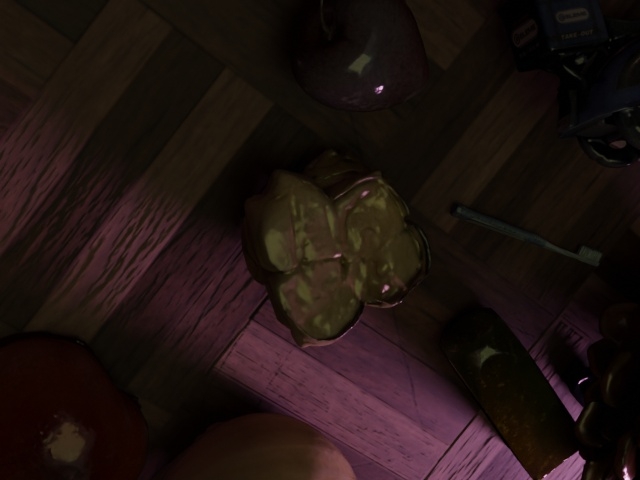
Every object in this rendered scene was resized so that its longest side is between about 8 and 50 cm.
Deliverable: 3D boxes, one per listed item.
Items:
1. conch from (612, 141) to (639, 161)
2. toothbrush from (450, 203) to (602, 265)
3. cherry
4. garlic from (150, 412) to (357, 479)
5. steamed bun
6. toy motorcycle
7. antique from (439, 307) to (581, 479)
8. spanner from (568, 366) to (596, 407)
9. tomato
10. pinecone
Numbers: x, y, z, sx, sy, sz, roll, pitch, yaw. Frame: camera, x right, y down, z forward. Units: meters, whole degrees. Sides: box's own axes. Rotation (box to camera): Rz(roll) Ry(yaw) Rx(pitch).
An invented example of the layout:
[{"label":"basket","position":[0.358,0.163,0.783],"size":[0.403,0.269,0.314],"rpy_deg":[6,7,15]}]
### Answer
[{"label":"conch","position":[0.374,-0.131,1.475],"size":[0.176,0.094,0.104],"rpy_deg":[20,121,-2]},{"label":"toothbrush","position":[0.236,-0.006,1.495],"size":[0.220,0.016,0.019],"rpy_deg":[17,104,-29]},{"label":"cherry","position":[0.055,-0.208,1.268],"size":[0.148,0.115,0.188],"rpy_deg":[27,96,-11]},{"label":"garlic","position":[-0.055,0.350,1.427],"size":[0.313,0.286,0.249],"rpy_deg":[21,134,-33]},{"label":"steamed bun","position":[0.000,0.000,1.347],"size":[0.177,0.106,0.192],"rpy_deg":[-40,111,-18]},{"label":"toy motorcycle","position":[0.376,-0.202,1.373],"size":[0.359,0.125,0.212],"rpy_deg":[-13,85,-21]},{"label":"antique","position":[0.217,0.173,1.534],"size":[0.081,0.080,0.221],"rpy_deg":[-38,123,-1]},{"label":"spanner","position":[0.397,0.262,1.689],"size":[0.087,0.024,0.316],"rpy_deg":[-41,123,5]},{"label":"tomato","position":[-0.274,0.215,1.326],"size":[0.199,0.112,0.228],"rpy_deg":[-40,120,0]},{"label":"pinecone","position":[0.490,0.220,1.490],"size":[0.384,0.384,0.384],"rpy_deg":[-9,117,-19]}]
